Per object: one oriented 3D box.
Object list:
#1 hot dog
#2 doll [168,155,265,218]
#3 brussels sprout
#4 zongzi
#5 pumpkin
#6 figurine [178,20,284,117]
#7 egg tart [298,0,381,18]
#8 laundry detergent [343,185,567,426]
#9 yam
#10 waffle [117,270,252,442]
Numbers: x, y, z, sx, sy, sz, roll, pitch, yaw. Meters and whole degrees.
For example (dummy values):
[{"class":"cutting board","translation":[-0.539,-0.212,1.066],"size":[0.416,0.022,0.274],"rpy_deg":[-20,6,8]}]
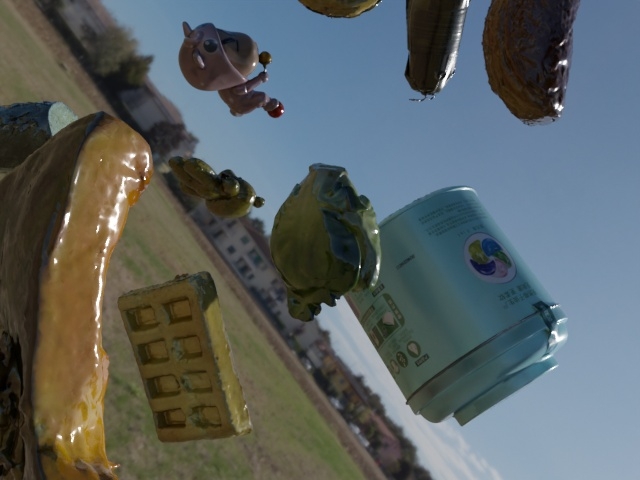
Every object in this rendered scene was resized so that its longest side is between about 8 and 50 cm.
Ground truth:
[{"class":"hot dog","translation":[0.449,-0.440,1.396],"size":[0.174,0.388,0.267],"rpy_deg":[8,2,25]},{"class":"doll","translation":[-0.207,-0.117,1.310],"size":[0.137,0.097,0.209],"rpy_deg":[-3,-27,27]},{"class":"brussels sprout","translation":[-0.001,-0.001,0.790],"size":[0.100,0.139,0.181],"rpy_deg":[-18,106,-61]},{"class":"zongzi","translation":[0.164,-0.337,1.080],"size":[0.184,0.084,0.187],"rpy_deg":[-124,-140,-57]},{"class":"pumpkin","translation":[-0.160,0.097,0.397],"size":[0.258,0.095,0.291],"rpy_deg":[-11,-95,60]},{"class":"figurine","translation":[-0.202,-0.389,1.516],"size":[0.287,0.186,0.176],"rpy_deg":[49,8,-46]},{"class":"egg tart","translation":[0.033,-0.572,1.393],"size":[0.241,0.241,0.106],"rpy_deg":[53,-7,4]},{"class":"laundry detergent","translation":[0.214,0.118,1.060],"size":[0.305,0.287,0.287],"rpy_deg":[58,-4,20]},{"class":"yam","translation":[-0.608,-0.202,1.315],"size":[0.154,0.254,0.154],"rpy_deg":[174,-90,-79]},{"class":"waffle","translation":[-0.215,0.193,1.049],"size":[0.057,0.167,0.274],"rpy_deg":[-23,100,-62]}]
